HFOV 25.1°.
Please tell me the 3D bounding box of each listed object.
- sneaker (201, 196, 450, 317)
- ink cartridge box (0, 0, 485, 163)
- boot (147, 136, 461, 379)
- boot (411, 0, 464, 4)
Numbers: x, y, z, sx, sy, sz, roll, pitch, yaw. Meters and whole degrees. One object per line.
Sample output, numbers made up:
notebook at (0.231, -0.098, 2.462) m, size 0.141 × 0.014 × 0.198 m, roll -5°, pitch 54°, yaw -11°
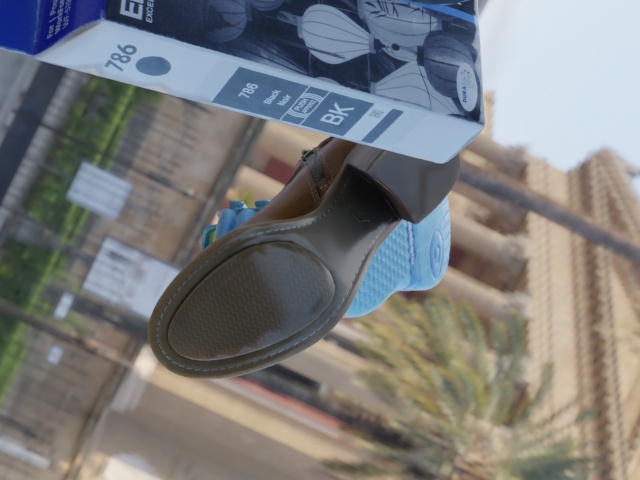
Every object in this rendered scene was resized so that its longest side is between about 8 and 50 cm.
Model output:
sneaker at (0.000, 0.000, 1.480) m, size 0.319 × 0.208 × 0.127 m, roll -14°, pitch 102°, yaw -63°
ink cartridge box at (-0.052, -0.165, 0.917) m, size 0.065 × 0.332 × 0.165 m, roll 137°, pitch -41°, yaw -54°
boot at (-0.027, -0.007, 1.157) m, size 0.283 × 0.109 × 0.220 m, roll -44°, pitch -167°, yaw -5°
boot at (-0.043, -0.197, 0.493) m, size 0.094 × 0.246 × 0.207 m, roll -52°, pitch -152°, yaw 19°
